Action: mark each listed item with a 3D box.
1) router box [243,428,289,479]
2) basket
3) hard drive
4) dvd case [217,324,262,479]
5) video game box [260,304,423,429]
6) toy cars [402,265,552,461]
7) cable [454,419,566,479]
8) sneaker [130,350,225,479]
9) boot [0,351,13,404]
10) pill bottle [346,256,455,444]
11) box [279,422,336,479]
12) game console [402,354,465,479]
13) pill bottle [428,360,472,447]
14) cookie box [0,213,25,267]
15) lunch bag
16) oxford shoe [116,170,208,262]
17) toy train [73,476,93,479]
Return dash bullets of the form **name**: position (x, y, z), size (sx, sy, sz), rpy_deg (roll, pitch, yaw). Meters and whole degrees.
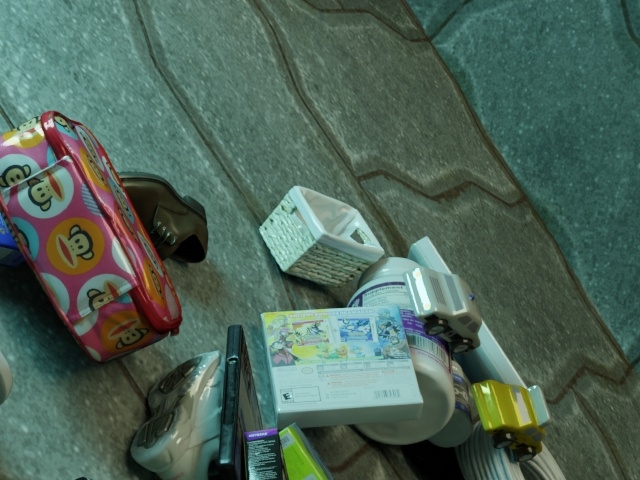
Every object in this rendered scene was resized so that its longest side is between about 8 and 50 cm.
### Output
- **router box**: position (-0.054, 0.330, 1.675), size (0.133, 0.046, 0.179), rpy_deg (-97, 178, -50)
- **basket**: position (0.000, 0.000, 2.272), size (0.167, 0.103, 0.113), rpy_deg (18, 33, -49)
- **hard drive**: position (0.241, 0.154, 2.401), size (0.307, 0.040, 0.203), rpy_deg (58, -10, 14)
- **dvd case**: position (-0.096, 0.248, 1.732), size (0.253, 0.022, 0.180), rpy_deg (-90, 173, -55)
- **video game box**: position (0.026, 0.176, 2.008), size (0.048, 0.205, 0.187), rpy_deg (97, -12, -46)
- **toy cars**: position (0.253, 0.180, 2.144), size (0.394, 0.087, 0.176), rpy_deg (58, 18, -17)
- **cable**: position (0.323, 0.398, 2.281), size (0.257, 0.089, 0.257), rpy_deg (36, 30, -39)
- **sneaker**: position (-0.152, 0.226, 1.716), size (0.115, 0.090, 0.232), rpy_deg (56, 27, -20)
- **boot**: position (-0.393, 0.048, 1.449), size (0.258, 0.095, 0.123), rpy_deg (48, 30, -12)
- **pill bottle**: position (0.119, 0.161, 2.217), size (0.169, 0.169, 0.301), rpy_deg (44, 24, -24)
- **box**: position (-0.022, 0.291, 1.831), size (0.109, 0.042, 0.178), rpy_deg (56, 0, 5)
- **game console**: position (0.196, 0.280, 2.364), size (0.213, 0.044, 0.361), rpy_deg (39, 26, -34)
- **pill bottle**: position (0.197, 0.254, 2.251), size (0.078, 0.078, 0.137), rpy_deg (43, 25, -25)
- **cookie box**: position (-0.387, -0.023, 1.637), size (0.107, 0.040, 0.092), rpy_deg (19, 42, -57)
- **lunch bag**: position (-0.272, -0.001, 1.687), size (0.293, 0.120, 0.258), rpy_deg (62, 1, 3)
- **oxford shoe**: position (-0.224, -0.028, 1.920), size (0.227, 0.083, 0.096), rpy_deg (26, 40, -48)
- **toy train**: position (-0.208, 0.300, 1.537), size (0.158, 0.036, 0.027), rpy_deg (41, 26, -29)
